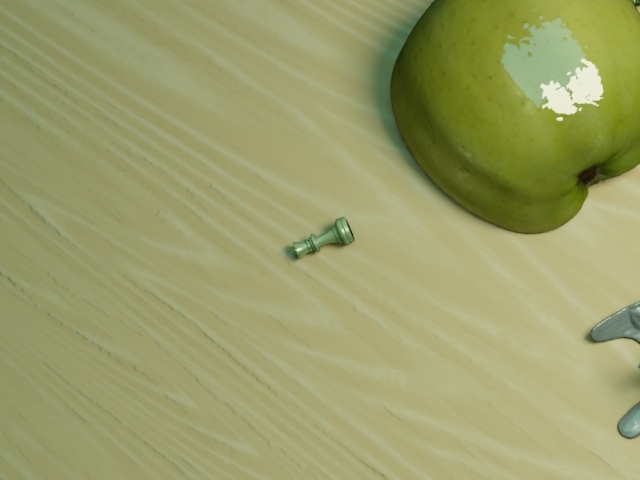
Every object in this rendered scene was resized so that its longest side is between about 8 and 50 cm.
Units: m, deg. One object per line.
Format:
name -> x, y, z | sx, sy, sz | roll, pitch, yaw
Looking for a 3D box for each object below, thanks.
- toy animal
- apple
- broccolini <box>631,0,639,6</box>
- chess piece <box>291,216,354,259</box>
toy animal -> 0.485, 0.154, 1.282 | 0.239, 0.176, 0.255 | 50, 123, 31
apple -> 0.300, -0.216, 1.420 | 0.311, 0.320, 0.360 | -17, 64, -35
broccolini -> 0.514, -0.426, 1.504 | 0.194, 0.054, 0.052 | -42, 27, 10
chess piece -> 0.000, 0.000, 1.447 | 0.093, 0.042, 0.042 | -21, 68, 7
